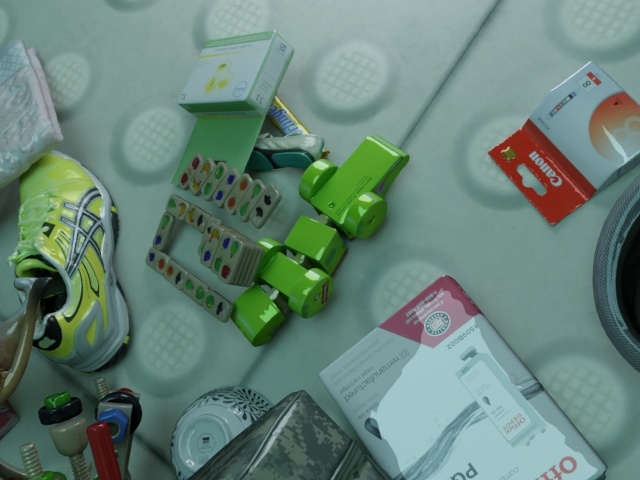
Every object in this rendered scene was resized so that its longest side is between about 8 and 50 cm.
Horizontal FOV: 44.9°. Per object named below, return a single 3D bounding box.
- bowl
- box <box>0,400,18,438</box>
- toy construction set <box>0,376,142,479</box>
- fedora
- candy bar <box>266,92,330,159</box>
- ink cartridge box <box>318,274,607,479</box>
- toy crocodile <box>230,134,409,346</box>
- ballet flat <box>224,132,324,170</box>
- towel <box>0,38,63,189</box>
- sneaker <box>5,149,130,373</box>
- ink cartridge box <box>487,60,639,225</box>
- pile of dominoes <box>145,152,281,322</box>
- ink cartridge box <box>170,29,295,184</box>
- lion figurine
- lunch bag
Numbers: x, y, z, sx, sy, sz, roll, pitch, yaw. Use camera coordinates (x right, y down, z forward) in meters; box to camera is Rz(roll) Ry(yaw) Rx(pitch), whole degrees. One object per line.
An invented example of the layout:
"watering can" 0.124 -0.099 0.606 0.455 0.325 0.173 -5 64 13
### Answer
"bowl" -0.139 0.273 1.028 0.170 0.080 0.170 -7 70 19
"box" -0.629 0.313 1.150 0.300 0.154 0.142 -45 64 0
"toy construction set" -0.304 0.327 0.947 0.309 0.257 0.237 -10 96 57
"fedora" 0.441 0.036 0.872 0.244 0.124 0.275 20 89 26
"candy bar" -0.042 -0.169 1.173 0.040 0.018 0.161 -41 64 3
"ink cartridge box" 0.166 0.216 0.916 0.207 0.117 0.283 -39 64 4
"toy crocodile" 0.000 0.000 1.065 0.115 0.105 0.340 32 81 26
"ballet flat" -0.066 -0.134 1.147 0.168 0.057 0.052 6 57 31
"towel" -0.594 -0.164 1.304 0.332 0.053 0.317 -36 48 6
"sneaker" -0.393 0.007 1.170 0.145 0.147 0.384 -30 63 11
"ink cartridge box" 0.330 -0.129 1.013 0.179 0.045 0.145 -36 64 3
"pile of dominoes" -0.168 -0.016 1.082 0.251 0.040 0.196 28 99 46
"ink cartridge box" -0.150 -0.196 1.163 0.171 0.056 0.235 8 70 45
"lion figurine" -0.527 0.171 1.004 0.392 0.142 0.240 -6 79 12
"lunch bag" -0.047 0.355 0.848 0.256 0.212 0.305 45 122 1
